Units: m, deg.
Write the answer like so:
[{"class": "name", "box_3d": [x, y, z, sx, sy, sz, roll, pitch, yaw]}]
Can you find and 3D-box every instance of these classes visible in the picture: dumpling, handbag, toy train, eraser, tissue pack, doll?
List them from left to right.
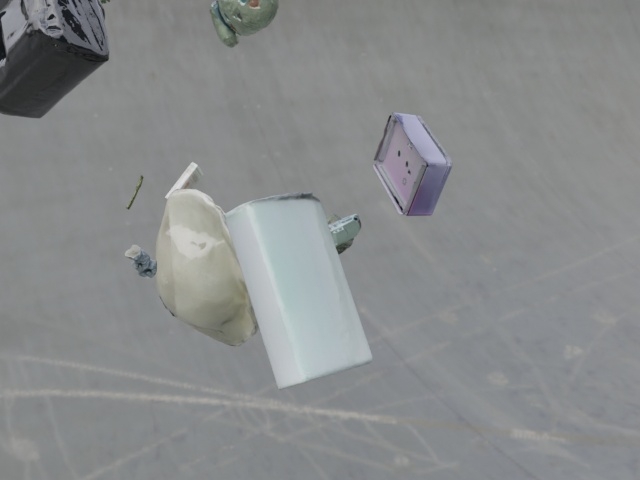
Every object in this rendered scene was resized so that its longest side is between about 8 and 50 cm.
[{"class": "handbag", "box_3d": [-0.556, -0.424, 1.532, 0.178, 0.274, 0.302, 6, -23, -45]}, {"class": "tissue pack", "box_3d": [-0.319, -0.128, 1.776, 0.023, 0.108, 0.056, 30, -15, 16]}, {"class": "dumpling", "box_3d": [-0.222, 0.072, 1.558, 0.260, 0.341, 0.181, 26, 17, 27]}, {"class": "doll", "box_3d": [-0.132, -0.420, 1.348, 0.071, 0.103, 0.214, -49, 14, -34]}, {"class": "eraser", "box_3d": [-0.031, 0.074, 1.189, 0.104, 0.289, 0.189, -25, -12, 32]}, {"class": "toy train", "box_3d": [0.000, 0.000, 1.567, 0.208, 0.043, 0.047, -24, 30, -21]}]

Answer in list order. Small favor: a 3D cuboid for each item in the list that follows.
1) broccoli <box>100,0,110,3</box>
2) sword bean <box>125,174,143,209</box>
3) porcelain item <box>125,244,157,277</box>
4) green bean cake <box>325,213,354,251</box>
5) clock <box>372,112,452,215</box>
[{"class": "broccoli", "box_3d": [-0.592, -0.672, 1.767, 0.260, 0.288, 0.235, 6, 48, 23]}, {"class": "sword bean", "box_3d": [-0.409, -0.107, 1.670, 0.012, 0.083, 0.012, 23, -4, 2]}, {"class": "porcelain item", "box_3d": [-0.294, 0.037, 1.248, 0.036, 0.083, 0.028, -24, 60, -1]}, {"class": "green bean cake", "box_3d": [-0.002, 0.016, 2.100, 0.185, 0.094, 0.183, -37, -6, 6]}, {"class": "clock", "box_3d": [0.187, -0.157, 1.575, 0.073, 0.144, 0.193, 1, 40, -22]}]
